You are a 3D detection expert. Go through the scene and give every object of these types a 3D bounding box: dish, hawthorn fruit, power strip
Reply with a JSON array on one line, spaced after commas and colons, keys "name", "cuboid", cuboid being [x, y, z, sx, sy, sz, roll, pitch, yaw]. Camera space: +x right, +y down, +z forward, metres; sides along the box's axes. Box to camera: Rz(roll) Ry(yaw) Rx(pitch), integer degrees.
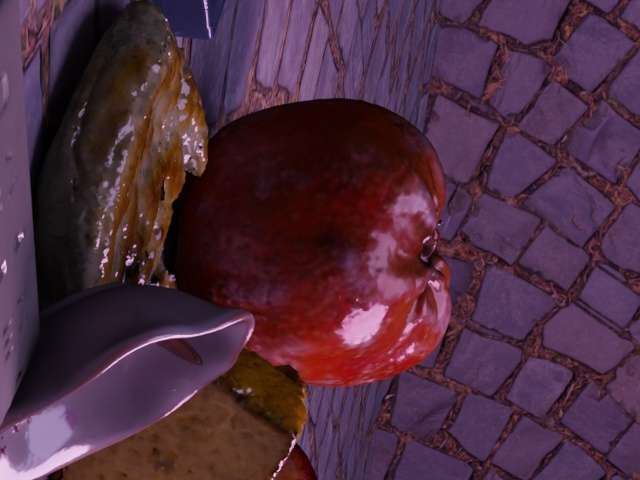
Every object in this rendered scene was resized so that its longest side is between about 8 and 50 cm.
[{"name": "dish", "cuboid": [-0.160, 0.083, 1.348, 0.081, 0.229, 0.229, 60, -2, 15]}, {"name": "hawthorn fruit", "cuboid": [0.000, 0.000, 1.865, 0.284, 0.284, 0.284, 11, 90, -82]}, {"name": "power strip", "cuboid": [-0.208, -0.024, 1.147, 0.098, 0.058, 0.338, -70, 167, -47]}]

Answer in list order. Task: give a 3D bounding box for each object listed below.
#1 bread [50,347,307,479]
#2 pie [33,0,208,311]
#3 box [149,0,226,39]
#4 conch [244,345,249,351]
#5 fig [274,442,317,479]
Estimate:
[{"name": "bread", "cuboid": [-0.103, 0.153, 1.567, 0.260, 0.160, 0.147, -63, 174, 37]}, {"name": "pie", "cuboid": [-0.148, -0.042, 1.506, 0.302, 0.067, 0.302, 12, 90, -82]}, {"name": "box", "cuboid": [-0.108, -0.210, 1.599, 0.099, 0.054, 0.074, 87, 14, -56]}, {"name": "conch", "cuboid": [-0.104, 0.106, 1.739, 0.207, 0.130, 0.155, 19, 55, -61]}, {"name": "fig", "cuboid": [-0.109, 0.261, 1.806, 0.203, 0.186, 0.249, -63, 169, 16]}]
